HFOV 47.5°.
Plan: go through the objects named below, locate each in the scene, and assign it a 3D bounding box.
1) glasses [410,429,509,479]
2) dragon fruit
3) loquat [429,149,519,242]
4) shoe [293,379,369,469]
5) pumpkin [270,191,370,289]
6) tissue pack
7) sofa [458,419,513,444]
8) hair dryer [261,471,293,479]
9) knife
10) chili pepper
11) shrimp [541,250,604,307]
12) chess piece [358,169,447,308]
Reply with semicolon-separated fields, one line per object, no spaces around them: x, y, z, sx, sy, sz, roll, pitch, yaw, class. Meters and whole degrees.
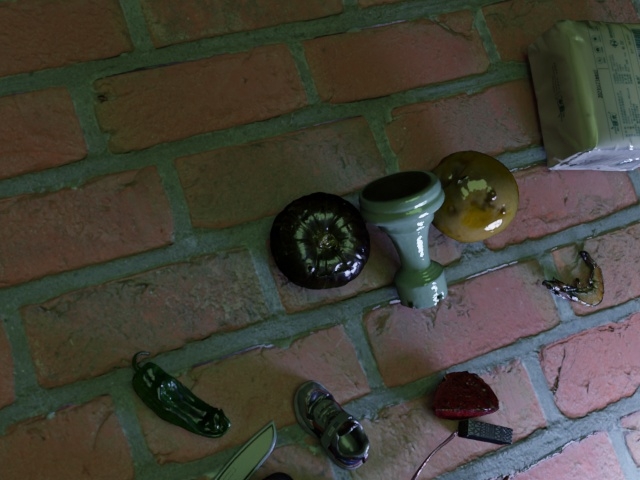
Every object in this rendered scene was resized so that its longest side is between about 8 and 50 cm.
0.297;0.606;1.664;0.234;0.118;0.268;40;56;-1;glasses
0.332;0.369;1.726;0.162;0.083;0.106;-3;56;-5;dragon fruit
0.370;-0.102;1.782;0.243;0.244;0.244;4;75;-14;loquat
0.030;0.411;1.605;0.099;0.125;0.228;-38;90;-17;shoe
0.002;-0.001;1.682;0.237;0.159;0.238;3;80;-17;pumpkin
0.746;-0.384;1.952;0.297;0.207;0.381;-1;77;-17;tissue pack
0.390;0.455;1.724;0.117;0.060;0.039;14;67;-10;sofa
-0.171;0.578;1.496;0.248;0.195;0.078;-38;75;0;hair dryer
-0.203;0.528;1.564;0.061;0.027;0.343;42;70;3;knife
-0.310;0.341;1.563;0.257;0.074;0.100;38;67;-8;chili pepper
0.663;0.090;1.900;0.195;0.035;0.148;18;75;-17;shrimp
0.211;0.005;1.688;0.194;0.194;0.299;-26;115;-19;chess piece
